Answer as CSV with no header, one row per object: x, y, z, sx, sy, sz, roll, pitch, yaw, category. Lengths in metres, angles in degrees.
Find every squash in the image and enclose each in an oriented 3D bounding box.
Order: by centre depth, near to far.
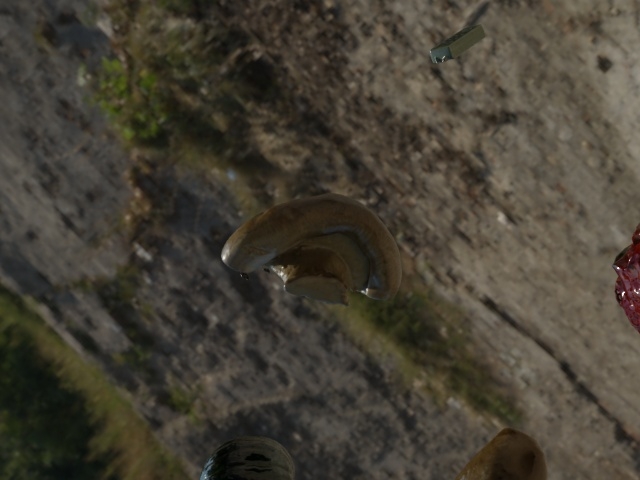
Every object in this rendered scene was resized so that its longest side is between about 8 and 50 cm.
-0.113,0.420,1.728,0.218,0.172,0.218,-22,-90,-84,squash

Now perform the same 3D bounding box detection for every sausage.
0.143,0.466,1.422,0.136,0.501,0.123,43,-168,22,sausage

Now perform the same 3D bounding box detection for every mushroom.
0.000,0.000,1.640,0.285,0.151,0.156,12,-154,-15,mushroom

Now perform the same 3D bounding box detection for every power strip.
0.144,-0.205,1.109,0.027,0.083,0.017,-2,117,42,power strip

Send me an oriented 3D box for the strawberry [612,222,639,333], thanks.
0.506,0.045,1.133,0.267,0.312,0.351,32,-167,-47,strawberry
